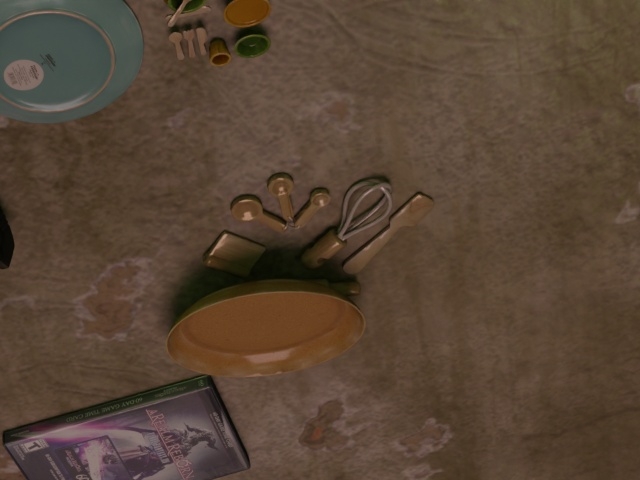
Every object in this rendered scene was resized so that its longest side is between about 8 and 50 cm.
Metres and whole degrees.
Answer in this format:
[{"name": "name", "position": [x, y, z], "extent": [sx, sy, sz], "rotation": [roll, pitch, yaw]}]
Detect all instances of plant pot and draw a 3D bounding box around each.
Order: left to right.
[{"name": "plant pot", "position": [-0.065, 0.101, 1.768], "extent": [0.236, 0.032, 0.236], "rotation": [-6, 152, -3]}]

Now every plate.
[{"name": "plate", "position": [-0.265, -0.179, 1.465], "extent": [0.188, 0.024, 0.188], "rotation": [-8, 138, -7]}]

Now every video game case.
[{"name": "video game case", "position": [-0.247, 0.273, 1.946], "extent": [0.274, 0.026, 0.196], "rotation": [-15, 137, 3]}]

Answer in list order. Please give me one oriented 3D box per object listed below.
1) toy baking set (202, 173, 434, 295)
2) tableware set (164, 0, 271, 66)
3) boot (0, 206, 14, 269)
[{"name": "toy baking set", "position": [-0.003, 0.005, 1.720], "extent": [0.256, 0.030, 0.196], "rotation": [1, 135, -15]}, {"name": "tableware set", "position": [-0.097, -0.217, 1.443], "extent": [0.104, 0.024, 0.154], "rotation": [-11, 151, -4]}, {"name": "boot", "position": [-0.423, -0.030, 1.556], "extent": [0.137, 0.077, 0.198], "rotation": [-23, 123, 17]}]
